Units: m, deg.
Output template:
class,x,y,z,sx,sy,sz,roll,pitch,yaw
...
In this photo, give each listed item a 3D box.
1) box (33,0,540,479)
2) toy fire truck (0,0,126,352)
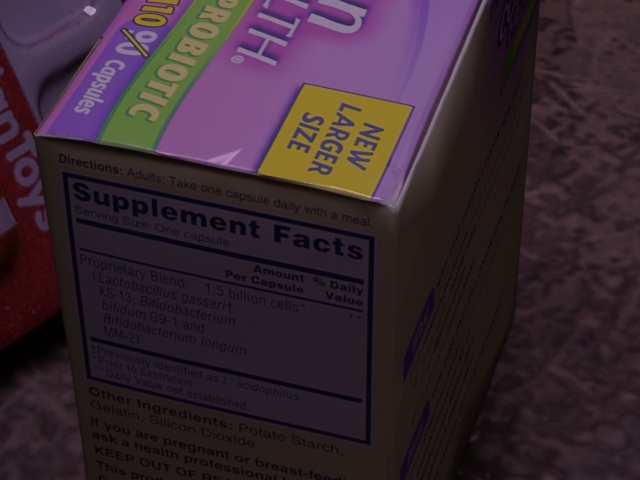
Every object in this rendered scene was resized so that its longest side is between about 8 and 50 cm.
class,x,y,z,sx,sy,sz,roll,pitch,yaw
box,0.000,0.000,0.709,0.117,0.243,0.213,12,44,13
toy fire truck,-0.191,-0.078,0.771,0.254,0.302,0.169,-35,23,-33
